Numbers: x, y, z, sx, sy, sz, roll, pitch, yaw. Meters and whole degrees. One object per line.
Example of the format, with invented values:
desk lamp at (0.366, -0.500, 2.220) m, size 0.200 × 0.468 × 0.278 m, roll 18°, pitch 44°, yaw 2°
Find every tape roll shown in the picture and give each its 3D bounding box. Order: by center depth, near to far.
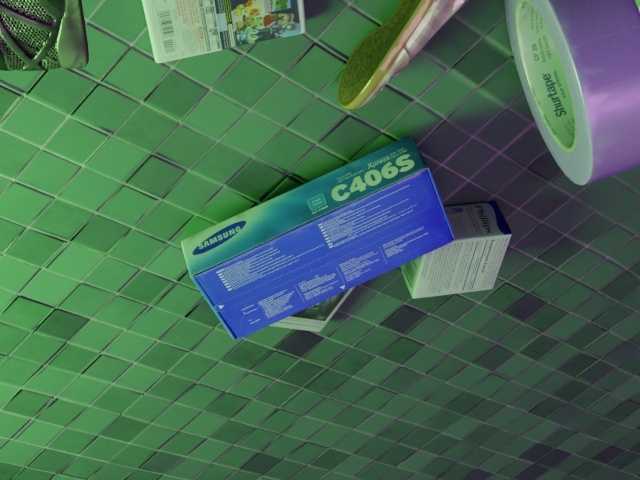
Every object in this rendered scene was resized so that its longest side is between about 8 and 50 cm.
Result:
tape roll at (0.305, -0.208, 1.325) m, size 0.090 × 0.275 × 0.275 m, roll -18°, pitch 140°, yaw 0°

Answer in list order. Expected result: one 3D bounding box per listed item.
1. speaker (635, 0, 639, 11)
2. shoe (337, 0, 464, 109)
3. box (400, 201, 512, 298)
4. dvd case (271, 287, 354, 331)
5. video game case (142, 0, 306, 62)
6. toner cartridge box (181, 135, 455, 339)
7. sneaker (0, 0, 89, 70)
speaker at (0.475, -0.320, 1.378) m, size 0.296 × 0.131 × 0.131 m, roll 3°, pitch 136°, yaw -25°
shoe at (0.099, -0.238, 1.365) m, size 0.058 × 0.077 × 0.219 m, roll 19°, pitch 125°, yaw -31°
box at (0.203, 0.014, 1.698) m, size 0.137 × 0.072 × 0.126 m, roll -6°, pitch 138°, yaw -14°
dvd case at (-0.021, 0.046, 1.681) m, size 0.179 × 0.030 × 0.239 m, roll 10°, pitch 133°, yaw -31°
video game case at (-0.112, -0.298, 1.257) m, size 0.183 × 0.023 × 0.201 m, roll -13°, pitch 139°, yaw -7°
toner cartridge box at (0.000, 0.000, 1.556) m, size 0.347 × 0.075 × 0.165 m, roll -24°, pitch 137°, yaw 2°
sneaker at (-0.293, -0.246, 1.054) m, size 0.130 × 0.087 × 0.227 m, roll -13°, pitch 145°, yaw -16°
